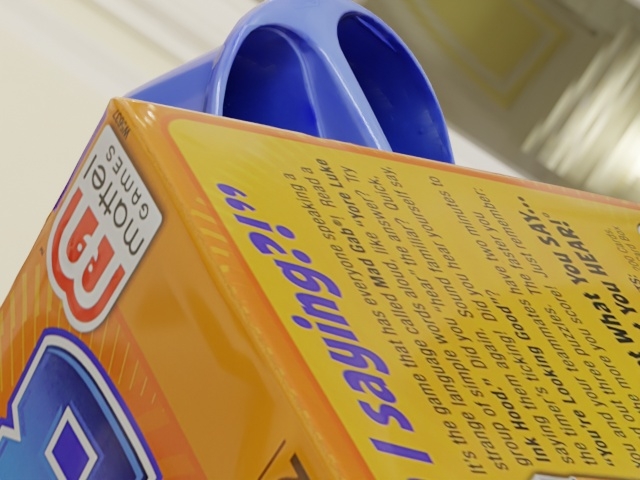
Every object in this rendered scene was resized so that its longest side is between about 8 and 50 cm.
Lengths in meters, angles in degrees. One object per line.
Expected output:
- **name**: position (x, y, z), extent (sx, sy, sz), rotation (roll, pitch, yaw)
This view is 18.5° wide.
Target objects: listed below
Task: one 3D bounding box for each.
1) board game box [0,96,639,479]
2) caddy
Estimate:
- **board game box**: position (0.056, 0.216, 0.726), extent (0.356, 0.356, 0.356), rotation (10, -57, -37)
- **caddy**: position (0.000, 0.000, 1.370), extent (0.179, 0.341, 0.241), rotation (-12, 3, 44)
